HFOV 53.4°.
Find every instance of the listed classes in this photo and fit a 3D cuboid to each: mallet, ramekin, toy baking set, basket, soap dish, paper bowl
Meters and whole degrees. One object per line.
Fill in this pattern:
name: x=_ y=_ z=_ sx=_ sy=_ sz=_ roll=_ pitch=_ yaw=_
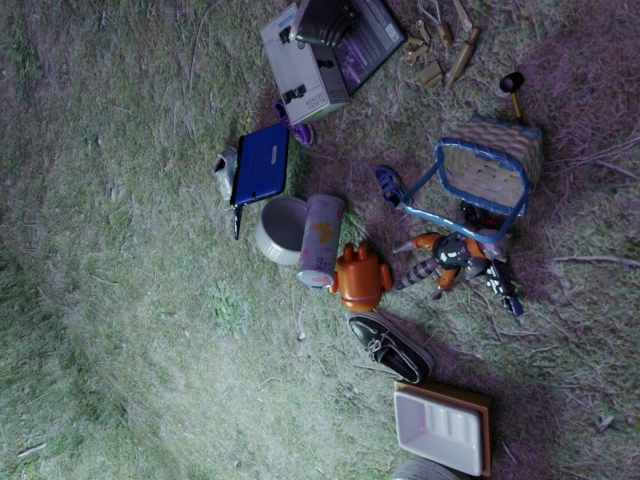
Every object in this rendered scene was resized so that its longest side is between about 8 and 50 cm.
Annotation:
mallet: x=0.462 y=-0.297 z=1.472 sx=0.039 sy=0.062 sz=0.189 roll=-4 pitch=119 yaw=43
ramekin: x=-0.100 y=-0.022 z=1.948 sx=0.207 sy=0.207 sz=0.109 roll=51 pitch=141 yaw=13
toy baking set: x=0.288 y=-0.495 z=1.539 sx=0.197 sy=0.030 sz=0.256 roll=44 pitch=130 yaw=19
basket: x=0.360 y=-0.134 z=1.432 sx=0.255 sy=0.289 sz=0.201 roll=29 pitch=153 yaw=37
soap dish: x=0.357 y=0.522 z=1.820 sx=0.291 sy=0.118 sz=0.228 roll=8 pitch=115 yaw=38
paper bowl: x=0.346 y=0.754 z=1.878 sx=0.284 sy=0.148 sz=0.284 roll=26 pitch=140 yaw=25

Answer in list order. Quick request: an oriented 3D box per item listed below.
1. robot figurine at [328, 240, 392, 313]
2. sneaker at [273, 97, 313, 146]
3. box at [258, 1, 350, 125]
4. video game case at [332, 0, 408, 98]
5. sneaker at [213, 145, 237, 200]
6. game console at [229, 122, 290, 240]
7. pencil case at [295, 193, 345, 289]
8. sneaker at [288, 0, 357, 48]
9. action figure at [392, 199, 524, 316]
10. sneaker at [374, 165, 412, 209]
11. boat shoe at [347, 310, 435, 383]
robot figurine: x=0.112 y=0.114 z=1.866 sx=0.128 sy=0.158 sz=0.219 roll=18 pitch=121 yaw=59
sneaker: x=-0.086 y=-0.346 z=1.891 sx=0.169 sy=0.071 sz=0.068 roll=55 pitch=133 yaw=8
box: x=-0.045 y=-0.482 z=1.753 sx=0.169 sy=0.087 sz=0.289 roll=-18 pitch=91 yaw=45
video game case: x=0.090 y=-0.522 z=1.693 sx=0.274 sy=0.026 sz=0.196 roll=-39 pitch=76 yaw=44
sneaker: x=-0.327 y=-0.220 z=2.140 sx=0.071 sy=0.083 sz=0.190 roll=23 pitch=122 yaw=31
game console: x=-0.181 y=-0.180 z=1.947 sx=0.250 sy=0.293 sz=0.173 roll=-15 pitch=140 yaw=21
pencil case: x=0.000 y=0.000 z=1.837 sx=0.114 sy=0.272 sz=0.124 roll=11 pitch=152 yaw=-6
sneaker: x=0.039 y=-0.626 z=1.635 sx=0.147 sy=0.104 sz=0.295 roll=22 pitch=89 yaw=-6
action figure: x=0.359 y=0.072 z=1.612 sx=0.330 sy=0.179 sz=0.341 roll=-36 pitch=80 yaw=52
sneaker: x=0.192 y=-0.145 z=1.741 sx=0.144 sy=0.059 sz=0.053 roll=53 pitch=134 yaw=12
boat shoe: x=0.188 y=0.320 z=1.898 sx=0.306 sy=0.105 sz=0.113 roll=38 pitch=127 yaw=23
